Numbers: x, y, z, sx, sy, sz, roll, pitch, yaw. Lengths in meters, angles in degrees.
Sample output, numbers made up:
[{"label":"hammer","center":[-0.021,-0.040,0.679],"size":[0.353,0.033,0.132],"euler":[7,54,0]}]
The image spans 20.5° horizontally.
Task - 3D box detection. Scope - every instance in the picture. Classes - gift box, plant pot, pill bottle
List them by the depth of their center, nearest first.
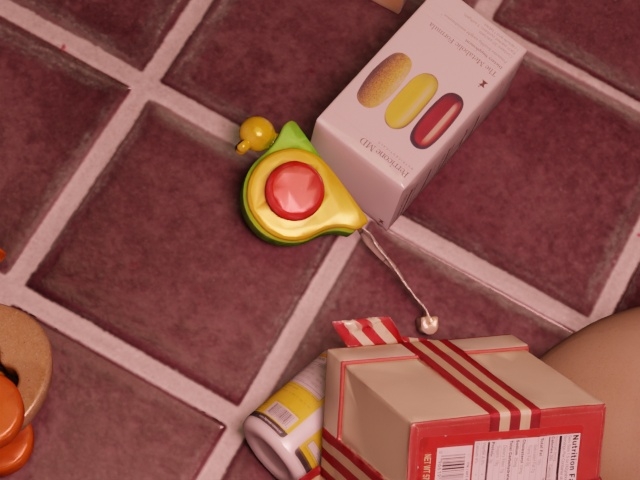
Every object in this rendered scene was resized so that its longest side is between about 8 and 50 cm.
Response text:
[{"label":"gift box","center":[0.119,0.228,1.850],"size":[0.276,0.258,0.255],"euler":[2,104,-21]},{"label":"plant pot","center":[0.334,0.198,1.959],"size":[0.191,0.284,0.284],"euler":[5,63,31]},{"label":"pill bottle","center":[0.010,0.186,1.982],"size":[0.184,0.103,0.103],"euler":[-39,78,-20]}]

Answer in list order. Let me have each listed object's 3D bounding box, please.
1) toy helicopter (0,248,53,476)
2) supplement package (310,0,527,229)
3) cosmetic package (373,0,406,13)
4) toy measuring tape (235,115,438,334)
[{"label":"toy helicopter","center":[-0.469,0.121,1.928],"size":[0.355,0.140,0.235],"euler":[4,68,-1]},{"label":"supplement package","center":[0.112,-0.158,2.115],"size":[0.139,0.134,0.244],"euler":[38,69,8]},{"label":"cosmetic package","center":[0.064,-0.341,2.232],"size":[0.115,0.041,0.060],"euler":[27,67,3]},{"label":"toy measuring tape","center":[0.000,0.000,2.061],"size":[0.121,0.121,0.330],"euler":[-36,90,-19]}]
